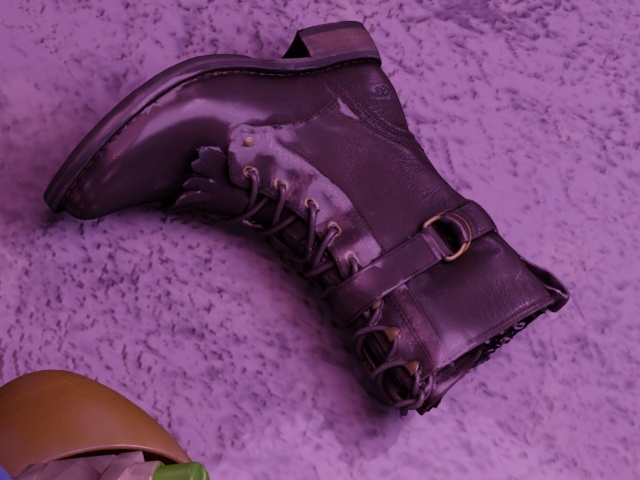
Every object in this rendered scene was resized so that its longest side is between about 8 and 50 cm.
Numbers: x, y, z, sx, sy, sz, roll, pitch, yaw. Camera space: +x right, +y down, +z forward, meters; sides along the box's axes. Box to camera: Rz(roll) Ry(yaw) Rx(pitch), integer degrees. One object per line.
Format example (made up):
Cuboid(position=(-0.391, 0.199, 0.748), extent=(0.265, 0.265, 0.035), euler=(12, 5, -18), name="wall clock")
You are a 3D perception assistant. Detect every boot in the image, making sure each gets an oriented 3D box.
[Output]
Cuboid(position=(0.000, 0.000, 1.092), extent=(0.263, 0.091, 0.229), euler=(-24, 75, -31), name="boot")

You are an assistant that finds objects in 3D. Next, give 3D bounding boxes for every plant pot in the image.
Cuboid(position=(-0.131, 0.122, 0.972), extent=(0.134, 0.134, 0.095), euler=(-4, 38, -23), name="plant pot")

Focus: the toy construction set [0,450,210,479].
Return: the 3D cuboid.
Cuboid(position=(-0.104, 0.234, 0.853), extent=(0.151, 0.327, 0.215), euler=(6, 16, 10), name="toy construction set")
